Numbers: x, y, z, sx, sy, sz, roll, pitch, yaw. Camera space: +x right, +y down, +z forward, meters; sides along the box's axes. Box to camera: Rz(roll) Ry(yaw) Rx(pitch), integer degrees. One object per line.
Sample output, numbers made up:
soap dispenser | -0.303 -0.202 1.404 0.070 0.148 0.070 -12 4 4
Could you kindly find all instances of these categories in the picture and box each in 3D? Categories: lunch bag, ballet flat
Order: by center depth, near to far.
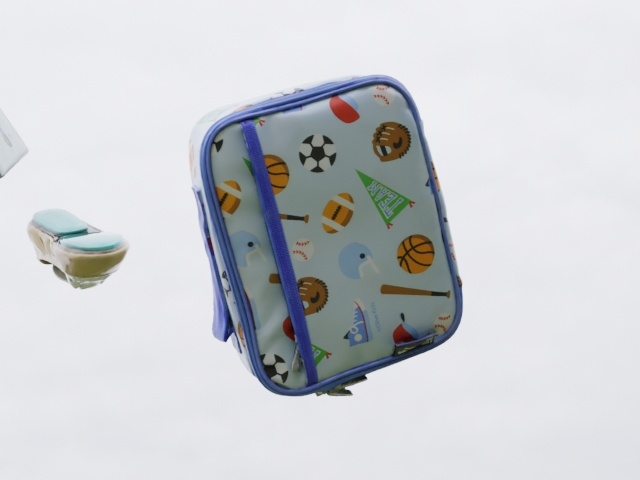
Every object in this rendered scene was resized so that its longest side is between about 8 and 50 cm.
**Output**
lunch bag | 0.000 0.000 1.418 0.243 0.303 0.115 -17 12 -15
ballet flat | -0.266 0.018 1.633 0.080 0.073 0.232 -9 15 -24

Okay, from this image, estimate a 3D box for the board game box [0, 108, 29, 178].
board game box | -0.394 -0.123 1.050 0.224 0.097 0.303 -30 -77 9
